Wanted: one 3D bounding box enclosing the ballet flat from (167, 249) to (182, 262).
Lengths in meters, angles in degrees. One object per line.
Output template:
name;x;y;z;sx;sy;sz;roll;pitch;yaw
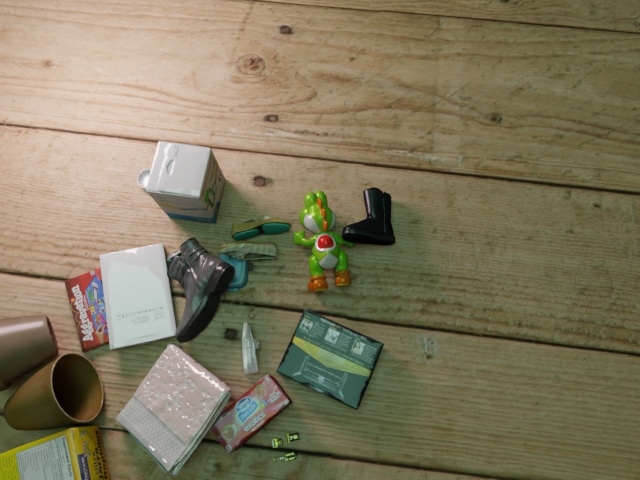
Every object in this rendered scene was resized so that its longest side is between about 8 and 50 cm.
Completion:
ballet flat;-0.527;0.048;1.935;0.114;0.041;0.041;-22;74;-6

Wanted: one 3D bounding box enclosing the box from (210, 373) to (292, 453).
box;-0.232;0.579;1.715;0.257;0.128;0.123;-39;75;-10

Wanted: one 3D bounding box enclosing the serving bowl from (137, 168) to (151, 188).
serving bowl;-0.682;-0.240;2.031;0.083;0.027;0.083;-1;73;2

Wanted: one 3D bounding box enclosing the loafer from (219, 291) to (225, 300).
loafer;-0.401;0.171;1.891;0.045;0.039;0.125;-38;76;-11

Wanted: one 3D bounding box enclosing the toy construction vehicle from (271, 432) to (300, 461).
toy construction vehicle;-0.116;0.698;1.724;0.098;0.035;0.086;-8;73;-1

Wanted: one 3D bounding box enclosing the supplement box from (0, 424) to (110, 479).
supplement box;-0.903;0.753;1.641;0.356;0.195;0.194;-19;74;-4

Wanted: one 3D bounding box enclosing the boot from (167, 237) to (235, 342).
boot;-0.473;0.178;1.850;0.222;0.118;0.338;30;87;20

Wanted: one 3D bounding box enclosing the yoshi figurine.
yoshi figurine;0.006;0.001;1.896;0.203;0.203;0.362;-13;86;39

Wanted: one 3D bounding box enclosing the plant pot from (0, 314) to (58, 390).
plant pot;-1.044;0.365;1.758;0.229;0.263;0.263;-17;72;-24

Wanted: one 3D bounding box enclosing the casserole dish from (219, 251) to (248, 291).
casserole dish;-0.329;0.096;1.916;0.114;0.037;0.188;-1;72;0

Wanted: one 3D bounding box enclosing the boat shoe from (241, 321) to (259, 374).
boat shoe;-0.247;0.381;1.814;0.063;0.066;0.184;-2;70;-14

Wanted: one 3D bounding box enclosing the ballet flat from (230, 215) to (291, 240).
ballet flat;-0.228;-0.059;1.943;0.232;0.080;0.073;-10;58;-3

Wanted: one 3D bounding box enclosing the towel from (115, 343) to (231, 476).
towel;-0.495;0.549;1.705;0.331;0.053;0.317;26;74;34

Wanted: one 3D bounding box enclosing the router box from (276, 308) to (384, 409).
router box;0.035;0.413;1.786;0.308;0.081;0.243;23;75;8

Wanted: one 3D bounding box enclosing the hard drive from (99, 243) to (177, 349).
hard drive;-0.666;0.202;1.872;0.233;0.047;0.353;-11;73;-10

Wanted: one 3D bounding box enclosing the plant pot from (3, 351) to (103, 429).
plant pot;-0.911;0.535;1.709;0.254;0.237;0.237;-25;73;8

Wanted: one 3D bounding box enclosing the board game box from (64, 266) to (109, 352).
board game box;-0.838;0.253;1.883;0.145;0.027;0.281;-22;74;-5

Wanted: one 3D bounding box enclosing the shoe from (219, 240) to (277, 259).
shoe;-0.262;0.040;1.881;0.219;0.076;0.058;-1;67;-23

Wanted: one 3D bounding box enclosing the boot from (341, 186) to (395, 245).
boot;0.173;-0.094;1.896;0.246;0.094;0.207;7;69;-35

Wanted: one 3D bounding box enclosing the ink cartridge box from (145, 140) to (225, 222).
ink cartridge box;-0.489;-0.209;1.891;0.197;0.270;0.198;8;74;4
